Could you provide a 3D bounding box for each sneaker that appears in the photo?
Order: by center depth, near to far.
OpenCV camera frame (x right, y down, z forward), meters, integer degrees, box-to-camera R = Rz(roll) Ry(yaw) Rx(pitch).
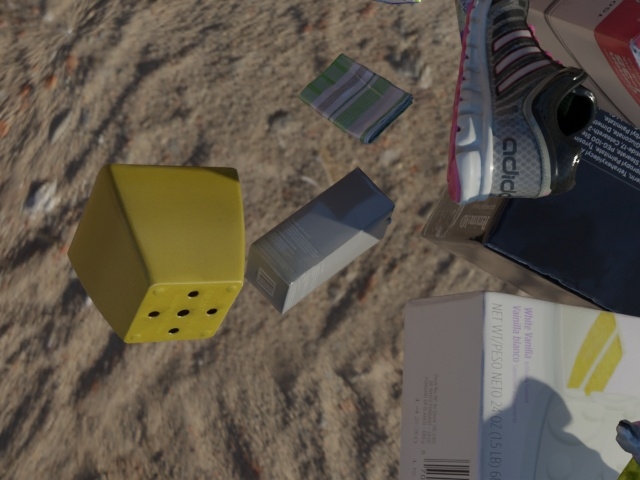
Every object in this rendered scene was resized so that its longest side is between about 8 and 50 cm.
[{"bbox_3d":[0.111,-0.081,0.595,0.074,0.170,0.063,7,135,5],"label":"sneaker"}]

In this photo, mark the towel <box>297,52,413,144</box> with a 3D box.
[{"bbox_3d":[0.053,-0.223,1.698,0.152,0.023,0.113,37,70,26],"label":"towel"}]

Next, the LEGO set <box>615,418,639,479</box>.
[{"bbox_3d":[0.191,0.119,0.561,0.287,0.132,0.107,-30,128,14],"label":"LEGO set"}]

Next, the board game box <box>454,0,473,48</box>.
[{"bbox_3d":[0.235,-0.467,1.742,0.056,0.208,0.347,-3,116,20],"label":"board game box"}]

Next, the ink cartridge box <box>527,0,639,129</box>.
[{"bbox_3d":[0.268,-0.179,0.752,0.207,0.283,0.117,-42,107,8],"label":"ink cartridge box"}]

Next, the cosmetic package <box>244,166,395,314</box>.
[{"bbox_3d":[0.000,0.000,1.783,0.238,0.127,0.107,-39,74,-25],"label":"cosmetic package"}]

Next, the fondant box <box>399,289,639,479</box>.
[{"bbox_3d":[0.215,0.178,0.850,0.330,0.096,0.238,11,76,-34],"label":"fondant box"}]

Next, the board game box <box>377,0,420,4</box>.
[{"bbox_3d":[0.016,-0.448,1.182,0.233,0.078,0.347,4,98,-26],"label":"board game box"}]

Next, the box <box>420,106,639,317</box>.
[{"bbox_3d":[0.423,-0.143,1.699,0.297,0.480,0.472,26,89,-5],"label":"box"}]

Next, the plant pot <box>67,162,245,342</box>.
[{"bbox_3d":[-0.223,0.030,1.585,0.212,0.187,0.212,0,141,-31],"label":"plant pot"}]
